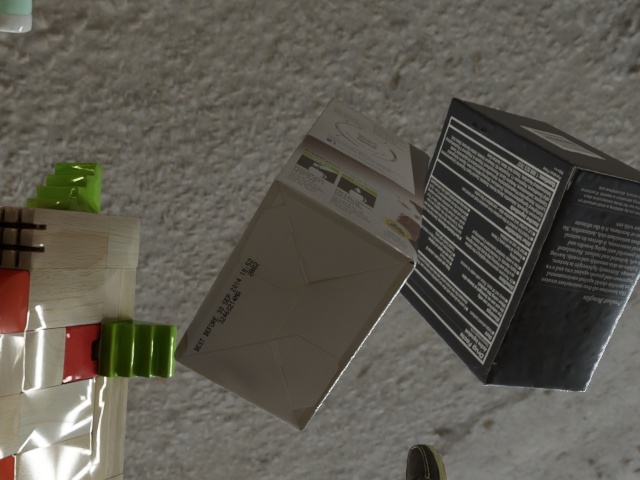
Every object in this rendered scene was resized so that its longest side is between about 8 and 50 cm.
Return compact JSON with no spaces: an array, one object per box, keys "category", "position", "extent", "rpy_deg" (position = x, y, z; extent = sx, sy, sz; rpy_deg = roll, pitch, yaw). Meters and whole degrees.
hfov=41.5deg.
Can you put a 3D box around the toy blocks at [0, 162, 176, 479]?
[{"category":"toy blocks","position":[-0.269,0.114,0.679],"extent":[0.191,0.381,0.261],"rpy_deg":[4,180,22]}]

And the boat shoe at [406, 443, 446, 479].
[{"category":"boat shoe","position":[0.115,0.301,0.979],"extent":[0.049,0.152,0.056],"rpy_deg":[21,129,-21]}]

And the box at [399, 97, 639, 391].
[{"category":"box","position":[0.265,0.000,1.140],"extent":[0.183,0.296,0.294],"rpy_deg":[10,111,-26]}]

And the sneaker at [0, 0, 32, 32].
[{"category":"sneaker","position":[-0.423,-0.344,0.974],"extent":[0.094,0.256,0.151],"rpy_deg":[-23,131,-59]}]

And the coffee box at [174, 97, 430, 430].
[{"category":"coffee box","position":[0.000,0.000,0.730],"extent":[0.119,0.297,0.168],"rpy_deg":[31,112,-3]}]
